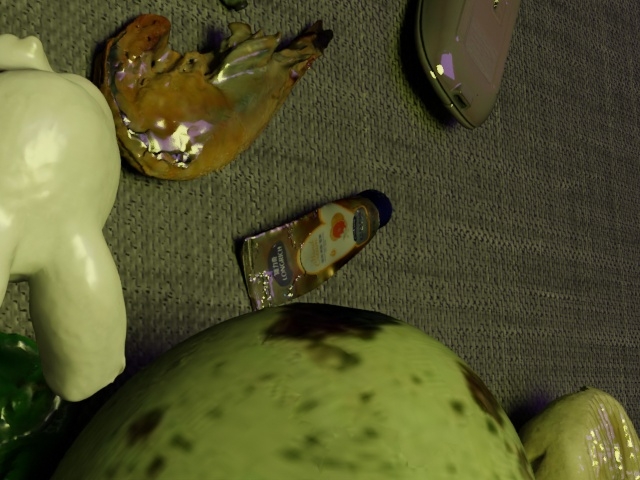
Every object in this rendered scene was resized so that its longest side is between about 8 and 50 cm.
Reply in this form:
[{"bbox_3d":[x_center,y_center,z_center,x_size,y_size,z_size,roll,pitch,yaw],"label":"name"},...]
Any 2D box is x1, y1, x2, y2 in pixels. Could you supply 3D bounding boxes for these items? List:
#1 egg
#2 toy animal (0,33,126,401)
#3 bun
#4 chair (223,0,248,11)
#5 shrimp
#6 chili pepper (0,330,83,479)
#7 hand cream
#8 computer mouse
[{"bbox_3d":[-0.028,0.216,0.618,0.287,0.287,0.379,39,59,-40],"label":"egg"},{"bbox_3d":[-0.182,-0.006,0.564,0.127,0.193,0.179,13,81,-48],"label":"toy animal"},{"bbox_3d":[0.229,0.234,1.070,0.178,0.127,0.193,16,59,-49],"label":"bun"},{"bbox_3d":[-0.049,-0.324,0.827,0.147,0.136,0.270,-53,124,-44],"label":"chair"},{"bbox_3d":[-0.059,-0.135,0.834,0.262,0.066,0.117,-50,121,-46],"label":"shrimp"},{"bbox_3d":[-0.204,0.146,0.586,0.099,0.083,0.253,56,41,-23],"label":"chili pepper"},{"bbox_3d":[0.000,0.000,0.903,0.163,0.039,0.062,-31,122,-47],"label":"hand cream"},{"bbox_3d":[0.140,-0.209,1.101,0.120,0.057,0.232,46,47,-36],"label":"computer mouse"}]
